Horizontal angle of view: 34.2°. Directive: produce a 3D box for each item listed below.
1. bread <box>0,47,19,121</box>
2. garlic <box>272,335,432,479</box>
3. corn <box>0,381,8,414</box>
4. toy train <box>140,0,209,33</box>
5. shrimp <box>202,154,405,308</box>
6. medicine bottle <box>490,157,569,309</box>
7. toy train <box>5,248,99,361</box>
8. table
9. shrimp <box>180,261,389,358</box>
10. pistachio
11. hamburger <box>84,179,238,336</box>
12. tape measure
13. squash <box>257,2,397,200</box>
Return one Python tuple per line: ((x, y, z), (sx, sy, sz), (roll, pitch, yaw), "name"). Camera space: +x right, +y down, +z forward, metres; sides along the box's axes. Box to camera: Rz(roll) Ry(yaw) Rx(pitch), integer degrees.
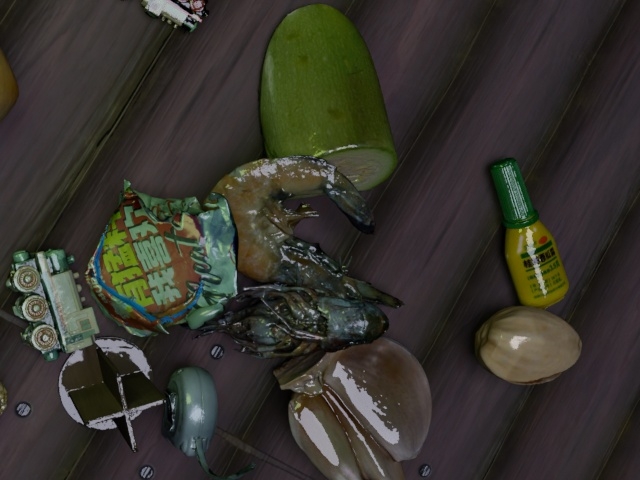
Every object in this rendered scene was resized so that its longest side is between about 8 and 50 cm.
((-0.671, -0.263, 1.555), (0.348, 0.253, 0.376), (-37, 104, -9), "bread")
((0.076, 0.310, 1.940), (0.279, 0.132, 0.325), (-44, 104, -11), "garlic")
((-0.624, 0.322, 1.710), (0.253, 0.086, 0.086), (-39, 106, -16), "corn")
((-0.307, -0.441, 1.785), (0.249, 0.053, 0.085), (28, 93, -20), "toy train")
((0.000, 0.000, 1.873), (0.445, 0.085, 0.272), (33, 114, -25), "shrimp")
((0.406, -0.015, 2.068), (0.111, 0.076, 0.309), (-24, 101, -18), "medicine bottle")
((-0.456, 0.103, 1.761), (0.125, 0.080, 0.194), (-18, 98, -29), "toy train")
((-0.341, 0.261, 1.732), (0.167, 0.226, 0.167), (-2, 95, -20), "table")
((-0.065, 0.124, 1.839), (0.372, 0.137, 0.172), (2, 87, -3), "shrimp")
((0.408, 0.208, 2.043), (0.229, 0.157, 0.157), (6, 92, -28), "pistachio")
((-0.251, 0.040, 1.779), (0.276, 0.150, 0.261), (8, 90, 15), "hamburger")
((-0.197, 0.305, 1.733), (0.084, 0.330, 0.164), (-3, 93, -23), "tape measure")
((-0.001, -0.263, 1.907), (0.233, 0.210, 0.309), (-9, 69, -18), "squash")
